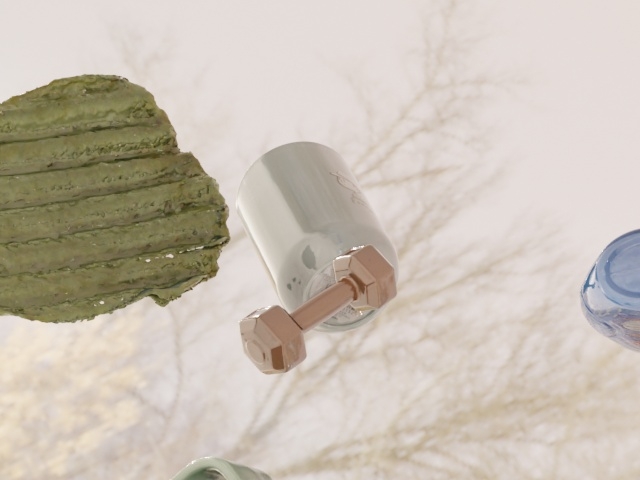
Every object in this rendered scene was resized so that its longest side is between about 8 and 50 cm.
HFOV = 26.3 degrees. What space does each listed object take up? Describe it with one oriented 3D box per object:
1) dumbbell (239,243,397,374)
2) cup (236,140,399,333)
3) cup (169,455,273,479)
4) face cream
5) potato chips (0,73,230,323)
[{"bbox_3d":[-0.002,0.088,1.765,0.092,0.231,0.082,-16,-76,55],"label":"dumbbell"},{"bbox_3d":[0.000,0.000,2.189,0.312,0.205,0.205,-119,-164,-54],"label":"cup"},{"bbox_3d":[-0.139,0.461,1.486,0.392,0.310,0.401,4,-77,49],"label":"cup"},{"bbox_3d":[0.347,0.062,1.412,0.264,0.149,0.083,43,38,-65],"label":"face cream"},{"bbox_3d":[-0.317,-0.051,1.750,0.358,0.429,0.070,60,-36,24],"label":"potato chips"}]
